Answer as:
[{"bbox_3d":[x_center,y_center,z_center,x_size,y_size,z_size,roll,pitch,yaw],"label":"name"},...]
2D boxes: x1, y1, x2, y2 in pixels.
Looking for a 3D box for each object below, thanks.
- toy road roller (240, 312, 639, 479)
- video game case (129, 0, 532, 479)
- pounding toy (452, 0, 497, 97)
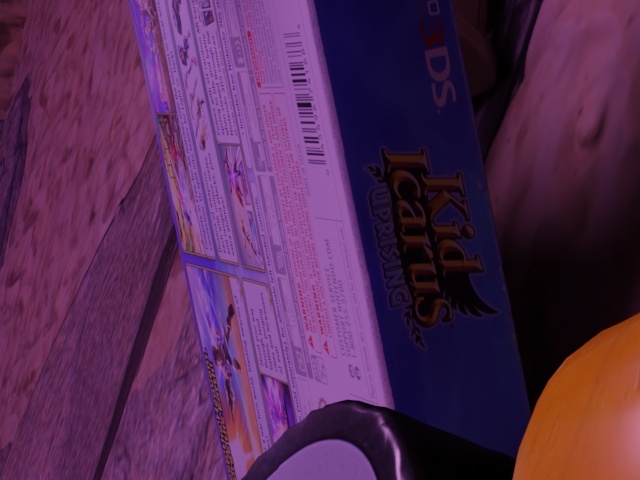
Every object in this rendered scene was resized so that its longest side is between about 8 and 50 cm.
[{"bbox_3d":[0.098,0.155,0.341,0.240,0.202,0.329,-36,38,47],"label":"toy road roller"},{"bbox_3d":[0.000,0.000,0.819,0.244,0.061,0.269,-170,68,-69],"label":"video game case"},{"bbox_3d":[0.012,-0.121,1.022,0.269,0.154,0.154,96,180,-53],"label":"pounding toy"}]
